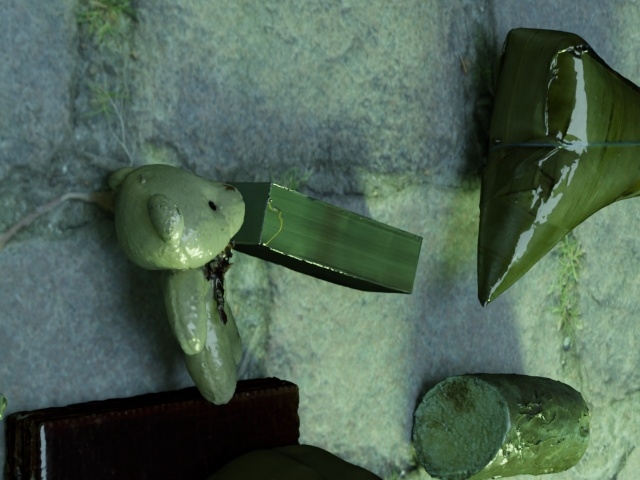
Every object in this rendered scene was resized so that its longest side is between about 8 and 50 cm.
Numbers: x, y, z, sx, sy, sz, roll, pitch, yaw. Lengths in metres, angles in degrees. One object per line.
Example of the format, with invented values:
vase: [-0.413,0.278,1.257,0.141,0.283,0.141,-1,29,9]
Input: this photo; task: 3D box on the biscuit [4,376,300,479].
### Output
biscuit: [-0.177,0.229,1.813,0.388,0.073,0.107,-4,95,-43]

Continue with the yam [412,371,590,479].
yam: [0.259,0.253,2.171,0.254,0.154,0.154,6,87,-40]

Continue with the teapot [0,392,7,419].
teapot: [-0.456,0.097,1.501,0.220,0.149,0.318,-36,100,-51]

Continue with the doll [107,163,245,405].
doll: [-0.133,0.040,1.790,0.149,0.175,0.278,-27,117,-21]

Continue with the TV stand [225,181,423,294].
TV stand: [0.000,0.000,1.960,0.269,0.088,0.082,20,79,-41]

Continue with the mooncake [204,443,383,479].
mooncake: [-0.031,0.428,1.822,0.378,0.201,0.378,-17,115,-40]

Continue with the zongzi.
zongzi: [0.359,-0.062,2.237,0.356,0.174,0.393,20,78,-45]
